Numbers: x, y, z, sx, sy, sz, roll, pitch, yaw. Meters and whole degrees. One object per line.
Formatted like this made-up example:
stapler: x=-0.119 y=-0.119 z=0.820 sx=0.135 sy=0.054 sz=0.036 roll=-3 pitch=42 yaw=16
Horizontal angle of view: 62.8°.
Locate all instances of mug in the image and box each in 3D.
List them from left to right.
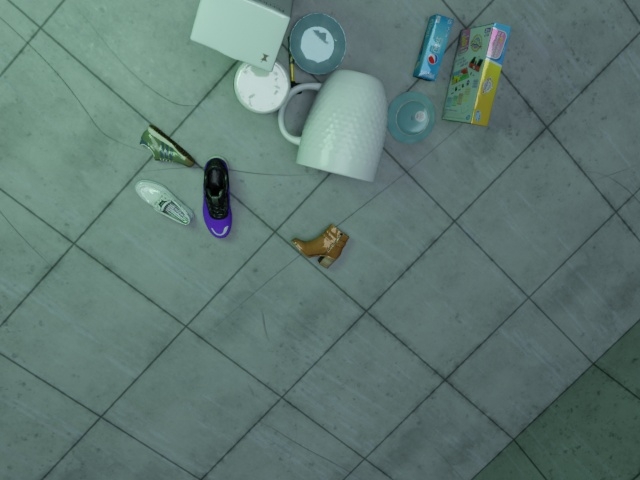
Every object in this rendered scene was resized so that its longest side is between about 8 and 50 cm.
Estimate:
mug: x=0.041 y=-0.396 z=1.755 sx=0.374 sy=0.276 sz=0.328 roll=15 pitch=97 yaw=5

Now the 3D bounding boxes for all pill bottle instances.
pill bottle: x=-0.190 y=-0.491 z=1.654 sx=0.169 sy=0.301 sz=0.169 roll=-3 pitch=108 yaw=-8

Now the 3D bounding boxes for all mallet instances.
mallet: x=-0.106 y=-0.592 z=1.783 sx=0.062 sy=0.039 sz=0.189 roll=-12 pitch=104 yaw=-10

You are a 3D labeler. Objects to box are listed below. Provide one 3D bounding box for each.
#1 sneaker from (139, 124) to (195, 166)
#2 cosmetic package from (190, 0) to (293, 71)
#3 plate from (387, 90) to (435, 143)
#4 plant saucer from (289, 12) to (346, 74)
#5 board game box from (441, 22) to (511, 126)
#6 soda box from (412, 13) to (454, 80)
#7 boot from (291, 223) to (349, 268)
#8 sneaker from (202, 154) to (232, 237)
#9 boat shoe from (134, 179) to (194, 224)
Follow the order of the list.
sneaker: x=-0.526 y=-0.299 z=1.782 sx=0.192 sy=0.064 sz=0.086 roll=40 pitch=104 yaw=-18
cosmetic package: x=-0.207 y=-0.677 z=1.508 sx=0.230 sy=0.453 sz=0.161 roll=18 pitch=127 yaw=-15
plate: x=0.332 y=-0.446 z=1.907 sx=0.188 sy=0.024 sz=0.188 roll=-2 pitch=106 yaw=-9
plant saucer: x=-0.011 y=-0.662 z=1.773 sx=0.195 sy=0.037 sz=0.195 roll=-3 pitch=105 yaw=-12
board game box: x=0.524 y=-0.561 z=1.793 sx=0.064 sy=0.242 sz=0.316 roll=6 pitch=106 yaw=-13
soda box: x=0.391 y=-0.668 z=1.826 sx=0.067 sy=0.071 sz=0.210 roll=13 pitch=104 yaw=-13
boot: x=0.000 y=0.000 z=1.957 sx=0.197 sy=0.073 sz=0.152 roll=31 pitch=100 yaw=-29
sneaker: x=-0.362 y=-0.139 z=1.810 sx=0.102 sy=0.146 sz=0.293 roll=-4 pitch=106 yaw=-9
boat shoe: x=-0.538 y=-0.134 z=1.817 sx=0.226 sy=0.076 sz=0.083 roll=31 pitch=99 yaw=-17
